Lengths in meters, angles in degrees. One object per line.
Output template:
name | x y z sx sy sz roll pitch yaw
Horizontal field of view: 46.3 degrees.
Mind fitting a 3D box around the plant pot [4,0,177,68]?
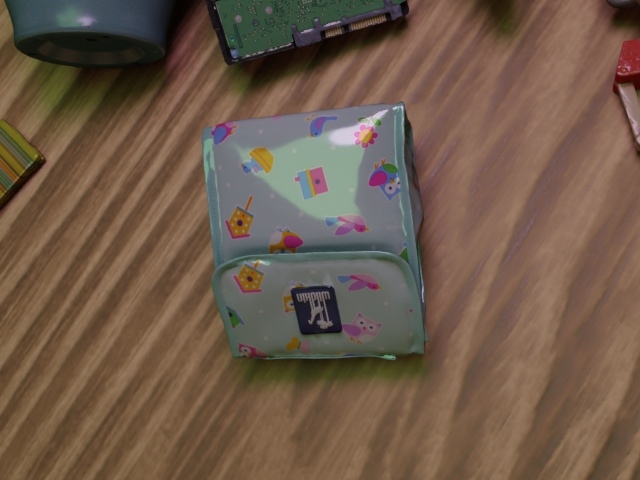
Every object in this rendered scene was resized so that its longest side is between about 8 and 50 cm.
plant pot | -0.286 -0.358 0.935 0.272 0.272 0.255 -2 90 14

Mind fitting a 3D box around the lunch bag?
lunch bag | 0.000 0.000 0.806 0.224 0.160 0.262 -4 85 10

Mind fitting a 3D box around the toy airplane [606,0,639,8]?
toy airplane | 0.306 -0.433 0.811 0.385 0.272 0.385 21 114 28

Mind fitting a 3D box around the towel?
towel | -0.482 -0.052 1.018 0.102 0.021 0.237 41 89 26

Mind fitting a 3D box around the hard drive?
hard drive | -0.046 -0.398 0.858 0.237 0.064 0.338 -16 112 3

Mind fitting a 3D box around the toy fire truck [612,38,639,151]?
toy fire truck | 0.385 -0.120 0.793 0.135 0.047 0.191 0 76 15
